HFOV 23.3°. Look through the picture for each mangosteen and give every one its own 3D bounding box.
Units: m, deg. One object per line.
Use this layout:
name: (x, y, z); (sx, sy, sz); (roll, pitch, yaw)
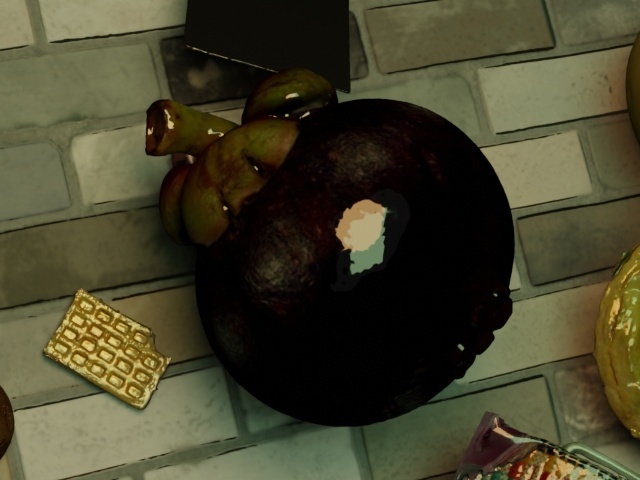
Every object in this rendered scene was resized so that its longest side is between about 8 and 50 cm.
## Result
mangosteen: (0.000, 0.000, 1.708); (0.435, 0.382, 0.382); (31, 69, 20)

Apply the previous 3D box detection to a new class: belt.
belt: (0.292, 0.321, 1.807); (0.295, 0.207, 0.160); (27, 76, 5)

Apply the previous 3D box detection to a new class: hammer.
hammer: (-0.152, -0.077, 1.831); (0.043, 0.043, 0.083); (-5, 79, -18)

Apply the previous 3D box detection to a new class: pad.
pad: (-0.058, -0.294, 1.842); (0.202, 0.005, 0.300); (14, 43, -14)

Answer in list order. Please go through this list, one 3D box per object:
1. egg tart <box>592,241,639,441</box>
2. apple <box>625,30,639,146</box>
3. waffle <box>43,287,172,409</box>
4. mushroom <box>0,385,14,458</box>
egg tart: (0.482, 0.113, 1.927); (0.345, 0.132, 0.345); (-1, 92, -16)
apple: (0.525, -0.184, 1.940); (0.292, 0.292, 0.254); (7, 97, -16)
waffle: (-0.238, 0.125, 1.773); (0.135, 0.021, 0.092); (30, 72, -10)
mushroom: (-0.391, 0.204, 1.686); (0.127, 0.087, 0.127); (-6, 101, -29)
